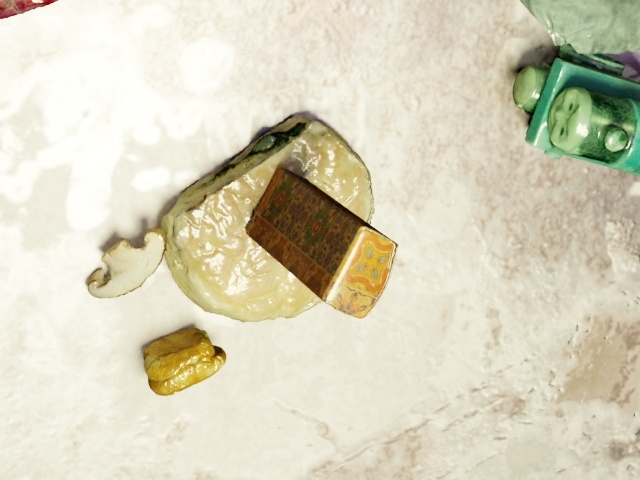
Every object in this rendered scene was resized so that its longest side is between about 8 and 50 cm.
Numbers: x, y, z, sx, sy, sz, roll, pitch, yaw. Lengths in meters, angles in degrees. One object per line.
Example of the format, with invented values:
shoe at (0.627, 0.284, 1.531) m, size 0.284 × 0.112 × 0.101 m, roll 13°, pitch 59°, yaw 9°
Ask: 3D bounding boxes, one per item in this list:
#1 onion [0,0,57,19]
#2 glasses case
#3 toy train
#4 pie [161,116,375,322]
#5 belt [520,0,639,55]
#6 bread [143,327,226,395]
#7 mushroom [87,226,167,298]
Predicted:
onion at (-0.200, -0.275, 1.331) m, size 0.111 × 0.250 × 0.247 m, roll 28°, pitch 117°, yaw 15°
glasses case at (0.000, 0.000, 1.461) m, size 0.049 × 0.218 × 0.075 m, roll 26°, pitch 95°, yaw -25°
toy train at (0.340, -0.101, 1.602) m, size 0.298 × 0.194 × 0.120 m, roll 13°, pitch 106°, yaw -21°
pie at (-0.043, -0.007, 1.593) m, size 0.218 × 0.052 × 0.185 m, roll -33°, pitch 114°, yaw -6°
belt at (0.290, -0.297, 1.540) m, size 0.257 × 0.150 × 0.207 m, roll -30°, pitch 125°, yaw -4°
bread at (-0.136, 0.120, 1.599) m, size 0.083 × 0.081 × 0.046 m, roll -34°, pitch 110°, yaw -39°
mushroom at (-0.184, 0.022, 1.562) m, size 0.101 × 0.019 × 0.049 m, roll -36°, pitch 117°, yaw 22°
